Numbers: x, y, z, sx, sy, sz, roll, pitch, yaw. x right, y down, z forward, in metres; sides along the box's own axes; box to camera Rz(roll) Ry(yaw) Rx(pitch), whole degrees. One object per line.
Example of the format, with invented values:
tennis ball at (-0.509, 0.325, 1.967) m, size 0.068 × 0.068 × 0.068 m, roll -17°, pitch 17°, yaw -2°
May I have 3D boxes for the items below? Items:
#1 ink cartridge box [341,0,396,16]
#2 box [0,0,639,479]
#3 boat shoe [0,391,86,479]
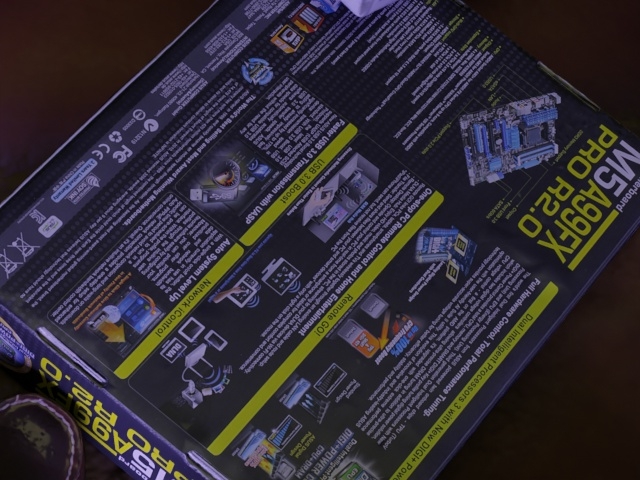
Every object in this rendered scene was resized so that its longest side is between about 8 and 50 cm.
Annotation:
ink cartridge box at (0.033, -0.247, 0.943) m, size 0.239 × 0.060 × 0.275 m, roll 45°, pitch 47°, yaw 17°
box at (0.000, 0.000, 0.846) m, size 0.216 × 0.060 × 0.270 m, roll 38°, pitch 61°, yaw 6°
boat shoe at (-0.151, 0.141, 0.731) m, size 0.073 × 0.073 × 0.207 m, roll 28°, pitch 59°, yaw 2°
